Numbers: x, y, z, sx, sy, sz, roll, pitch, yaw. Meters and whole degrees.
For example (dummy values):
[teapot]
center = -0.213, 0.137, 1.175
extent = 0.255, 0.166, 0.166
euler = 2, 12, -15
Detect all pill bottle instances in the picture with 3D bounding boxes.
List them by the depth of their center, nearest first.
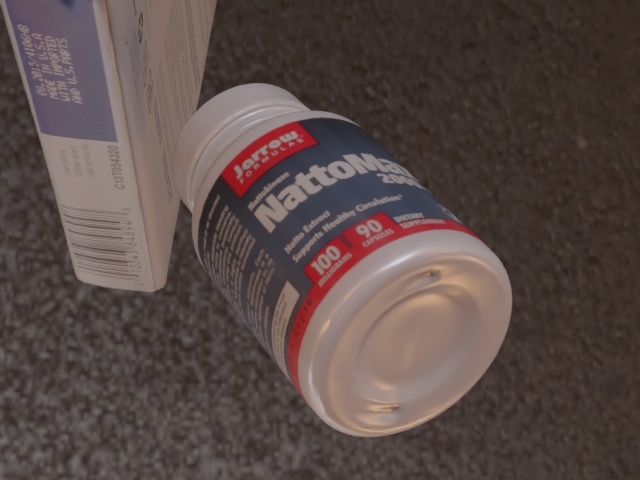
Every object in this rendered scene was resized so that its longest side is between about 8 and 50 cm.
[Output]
[pill bottle]
center = 0.000, 0.000, 0.719
extent = 0.108, 0.180, 0.108
euler = -18, 131, -23

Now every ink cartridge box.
[ink cartridge box]
center = -0.111, -0.185, 0.909
extent = 0.071, 0.330, 0.324
euler = 5, 152, 2
